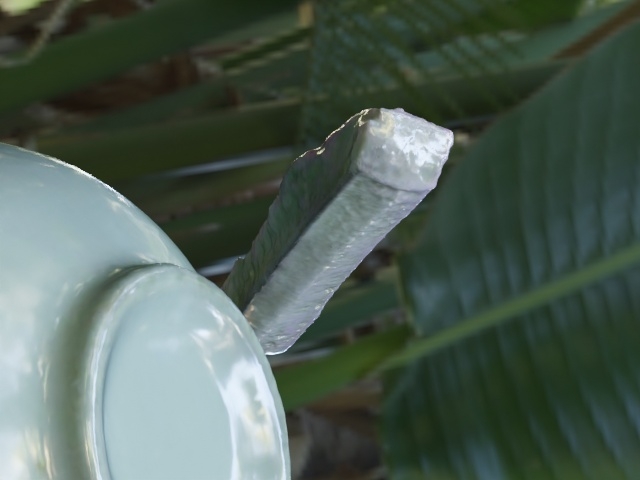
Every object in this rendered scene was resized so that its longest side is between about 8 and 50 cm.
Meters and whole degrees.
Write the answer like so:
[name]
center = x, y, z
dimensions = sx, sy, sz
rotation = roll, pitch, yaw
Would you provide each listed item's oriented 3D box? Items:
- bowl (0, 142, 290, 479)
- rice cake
[bowl]
center = -0.103, 0.085, 0.687
dimensions = 0.146, 0.289, 0.289
rotation = -12, -93, 27
[rice cake]
center = 0.000, 0.000, 0.808
dimensions = 0.207, 0.047, 0.036
rotation = 127, -41, -57
